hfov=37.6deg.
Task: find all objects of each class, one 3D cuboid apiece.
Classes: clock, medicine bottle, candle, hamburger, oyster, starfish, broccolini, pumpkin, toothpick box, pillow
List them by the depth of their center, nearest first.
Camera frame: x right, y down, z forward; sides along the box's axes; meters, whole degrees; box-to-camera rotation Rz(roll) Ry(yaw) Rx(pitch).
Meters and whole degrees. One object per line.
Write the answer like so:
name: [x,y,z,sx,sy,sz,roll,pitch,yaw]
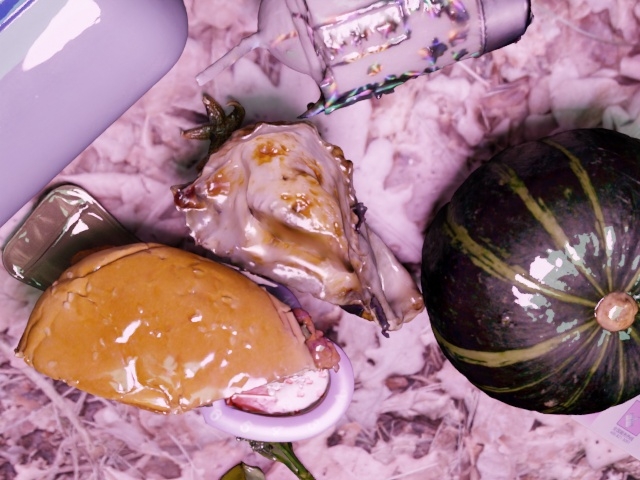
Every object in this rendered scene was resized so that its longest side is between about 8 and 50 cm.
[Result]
toothpick box: [-0.274,-0.178,0.818,0.355,0.263,0.263,-40,115,8]
candle: [0.034,-0.226,0.888,0.330,0.187,0.187,-20,116,1]
hamburger: [-0.155,0.097,0.973,0.282,0.155,0.245,-30,91,-2]
oyster: [0.006,-0.004,1.002,0.198,0.133,0.337,-17,129,39]
starfish: [-0.109,-0.110,1.006,0.078,0.028,0.091,26,111,-14]
pumpkin: [0.270,0.034,1.018,0.323,0.241,0.323,-4,118,-7]
pillow: [-0.236,0.037,1.048,0.217,0.033,0.130,36,102,-23]
clock: [-0.067,0.151,1.087,0.172,0.064,0.198,-42,88,-4]
broccolini: [-0.056,0.271,1.173,0.058,0.074,0.201,-34,119,-12]
medicine bottle: [0.430,0.196,1.229,0.201,0.052,0.171,33,105,-23]

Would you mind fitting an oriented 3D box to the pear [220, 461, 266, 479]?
pear: [-0.037,0.503,1.191,0.342,0.238,0.318,32,97,-21]
